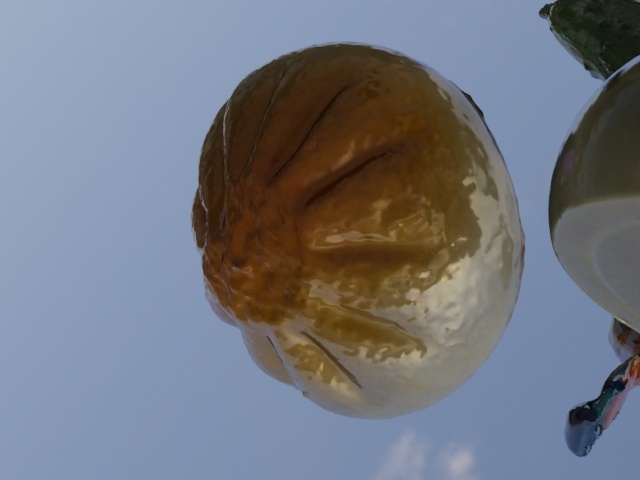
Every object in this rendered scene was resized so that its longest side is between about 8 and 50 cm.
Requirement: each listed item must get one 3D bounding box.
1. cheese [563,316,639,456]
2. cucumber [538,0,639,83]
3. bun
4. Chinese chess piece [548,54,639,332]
[{"bbox_3d":[0.394,0.117,1.660,0.129,0.217,0.329,32,-117,23],"label":"cheese"},{"bbox_3d":[0.379,-0.260,1.832,0.244,0.134,0.134,33,-94,36],"label":"cucumber"},{"bbox_3d":[0.000,0.000,1.077,0.299,0.165,0.299,15,-68,44],"label":"bun"},{"bbox_3d":[0.259,-0.004,0.786,0.273,0.273,0.102,1,-120,50],"label":"Chinese chess piece"}]
